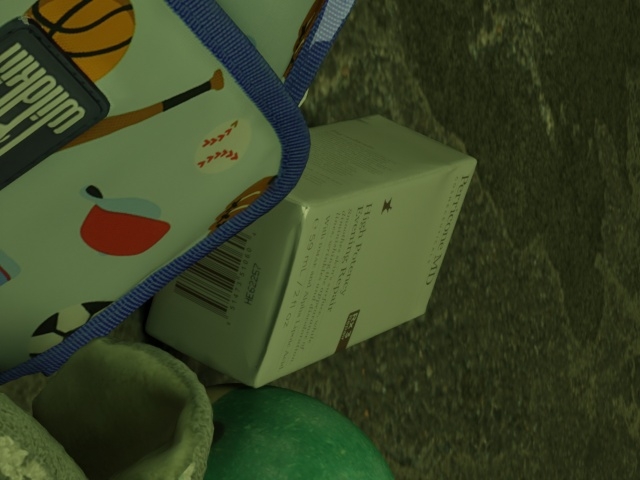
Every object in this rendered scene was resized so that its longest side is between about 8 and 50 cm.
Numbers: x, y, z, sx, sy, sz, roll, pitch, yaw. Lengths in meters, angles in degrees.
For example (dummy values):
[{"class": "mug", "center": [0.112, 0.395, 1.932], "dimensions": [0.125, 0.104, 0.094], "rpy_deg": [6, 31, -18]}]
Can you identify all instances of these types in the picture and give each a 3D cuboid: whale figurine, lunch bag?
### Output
[{"class": "whale figurine", "center": [-0.043, 0.207, 1.032], "dimensions": [0.272, 0.141, 0.216], "rpy_deg": [-64, 143, -35]}, {"class": "lunch bag", "center": [-0.132, -0.160, 0.789], "dimensions": [0.385, 0.239, 0.328], "rpy_deg": [-61, 144, -14]}]

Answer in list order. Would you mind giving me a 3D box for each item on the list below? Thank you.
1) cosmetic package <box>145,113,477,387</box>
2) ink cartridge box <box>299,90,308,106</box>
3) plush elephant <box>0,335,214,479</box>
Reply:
[{"class": "cosmetic package", "center": [0.000, 0.000, 1.138], "dimensions": [0.231, 0.085, 0.117], "rpy_deg": [-18, 130, -59]}, {"class": "ink cartridge box", "center": [-0.074, -0.109, 1.070], "dimensions": [0.189, 0.066, 0.232], "rpy_deg": [52, 42, -49]}, {"class": "plush elephant", "center": [-0.138, 0.173, 0.730], "dimensions": [0.330, 0.255, 0.272], "rpy_deg": [6, 92, -19]}]
